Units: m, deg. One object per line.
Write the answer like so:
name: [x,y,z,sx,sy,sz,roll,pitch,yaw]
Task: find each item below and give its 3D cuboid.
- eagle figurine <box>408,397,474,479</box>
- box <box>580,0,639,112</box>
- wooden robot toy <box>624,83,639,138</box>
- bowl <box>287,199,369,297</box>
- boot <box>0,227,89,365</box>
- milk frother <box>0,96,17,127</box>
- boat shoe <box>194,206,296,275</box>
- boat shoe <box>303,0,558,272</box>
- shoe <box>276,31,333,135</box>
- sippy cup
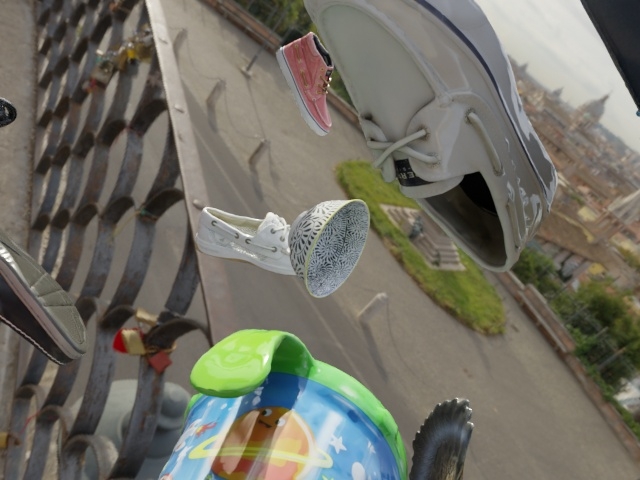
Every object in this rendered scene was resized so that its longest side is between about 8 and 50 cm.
eagle figurine: [0.177,0.409,0.755,0.226,0.298,0.225,52,-16,-15]
box: [0.379,-0.042,0.310,0.396,0.212,0.293,15,55,-37]
wooden robot toy: [0.505,-0.241,0.837,0.079,0.076,0.173,-60,135,-73]
bowl: [0.000,0.000,0.877,0.080,0.170,0.170,26,18,28]
boot: [-0.593,0.120,0.868,0.377,0.284,0.138,48,-8,-8]
milk frother: [-0.548,-0.220,0.807,0.143,0.129,0.134,-18,89,-40]
boat shoe: [-0.099,-0.004,1.034,0.277,0.096,0.098,10,24,-1]
boat shoe: [0.074,-0.069,0.363,0.096,0.088,0.267,8,-26,44]
shoe: [-0.007,-0.286,1.003,0.177,0.081,0.063,63,29,-11]
sippy cup: [-0.053,0.250,0.459,0.305,0.240,0.224,52,21,-4]
